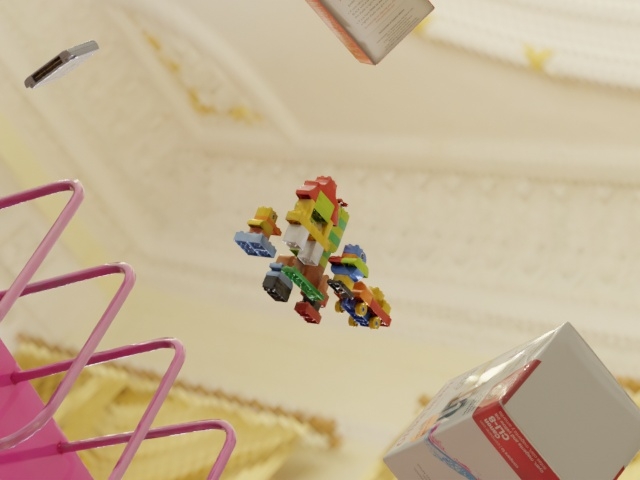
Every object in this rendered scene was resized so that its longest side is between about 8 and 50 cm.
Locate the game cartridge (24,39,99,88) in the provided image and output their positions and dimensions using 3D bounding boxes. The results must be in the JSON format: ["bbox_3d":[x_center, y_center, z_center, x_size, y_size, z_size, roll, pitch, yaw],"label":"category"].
[{"bbox_3d":[-0.283,-0.194,2.049,0.083,0.056,0.017,-29,-93,38],"label":"game cartridge"}]

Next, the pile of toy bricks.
[{"bbox_3d":[0.000,0.000,1.839,0.118,0.105,0.212,6,-26,33],"label":"pile of toy bricks"}]

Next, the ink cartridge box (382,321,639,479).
[{"bbox_3d":[0.170,0.178,1.632,0.127,0.128,0.176,50,-41,-5],"label":"ink cartridge box"}]

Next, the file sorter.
[{"bbox_3d":[-0.184,0.135,1.217,0.182,0.202,0.290,-13,-60,29],"label":"file sorter"}]

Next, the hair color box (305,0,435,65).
[{"bbox_3d":[0.018,-0.215,1.498,0.141,0.072,0.043,48,-7,-18],"label":"hair color box"}]
